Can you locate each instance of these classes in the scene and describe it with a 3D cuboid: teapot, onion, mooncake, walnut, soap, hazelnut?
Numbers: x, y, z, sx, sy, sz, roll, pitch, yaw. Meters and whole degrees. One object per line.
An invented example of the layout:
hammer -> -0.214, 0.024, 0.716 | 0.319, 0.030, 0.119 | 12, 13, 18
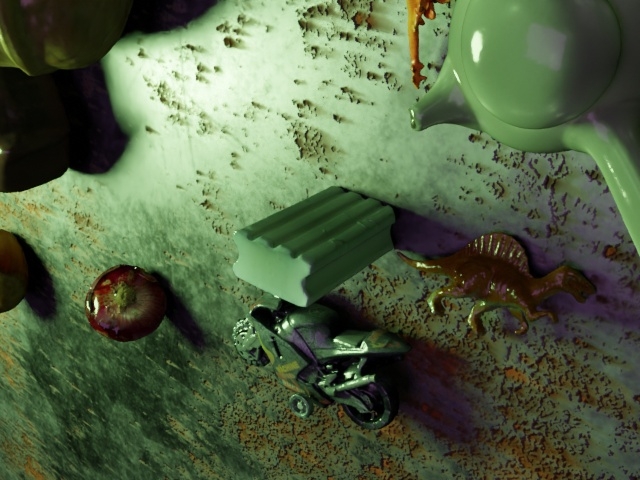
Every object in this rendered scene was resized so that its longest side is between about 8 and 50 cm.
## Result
teapot -> 0.246, -0.141, 0.561 | 0.318, 0.149, 0.219 | 36, 129, 23
onion -> -0.369, 0.127, 1.214 | 0.150, 0.150, 0.140 | 50, 162, 10
mooncake -> -0.583, -0.267, 1.145 | 0.325, 0.174, 0.334 | 54, 140, 10
walnut -> -0.424, -0.381, 0.926 | 0.297, 0.285, 0.285 | 4, 117, -1
soap -> 0.000, 0.000, 0.789 | 0.119, 0.198, 0.066 | 23, 123, 30
hazelnut -> -0.778, 0.080, 1.483 | 0.210, 0.210, 0.186 | -22, 118, 43

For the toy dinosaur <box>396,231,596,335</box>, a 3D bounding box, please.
toy dinosaur -> 0.195, 0.040, 0.749 | 0.212, 0.057, 0.142 | 41, 118, 17

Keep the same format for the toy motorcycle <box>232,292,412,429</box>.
toy motorcycle -> -0.012, 0.159, 0.936 | 0.307, 0.108, 0.173 | 19, 115, 29

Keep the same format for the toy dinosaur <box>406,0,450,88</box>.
toy dinosaur -> 0.107, -0.291, 0.637 | 0.117, 0.071, 0.288 | -128, 31, -62
